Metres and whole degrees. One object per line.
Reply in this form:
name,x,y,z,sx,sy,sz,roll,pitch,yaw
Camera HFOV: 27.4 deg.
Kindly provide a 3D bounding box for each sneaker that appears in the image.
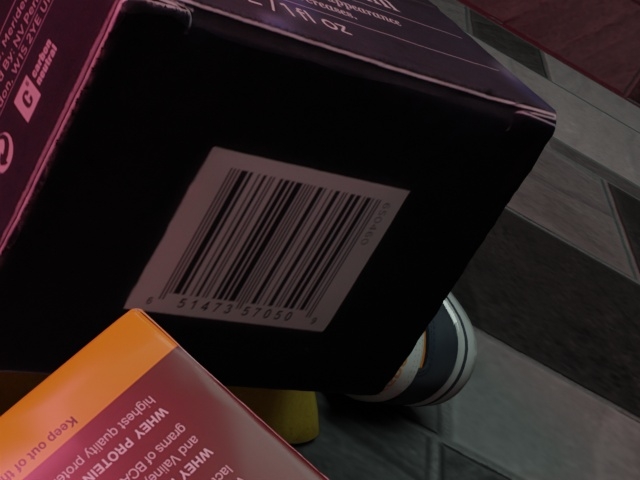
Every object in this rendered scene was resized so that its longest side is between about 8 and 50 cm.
sneaker,-0.016,-0.007,1.000,0.321,0.126,0.127,47,21,31

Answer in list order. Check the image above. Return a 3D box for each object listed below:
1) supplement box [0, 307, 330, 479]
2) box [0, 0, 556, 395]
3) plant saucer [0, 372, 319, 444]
supplement box,-0.054,0.166,0.375,0.194,0.129,0.191,39,61,17
box,-0.114,-0.117,0.777,0.294,0.212,0.395,9,30,-43
plant saucer,-0.180,-0.008,0.847,0.333,0.081,0.332,8,31,-46
